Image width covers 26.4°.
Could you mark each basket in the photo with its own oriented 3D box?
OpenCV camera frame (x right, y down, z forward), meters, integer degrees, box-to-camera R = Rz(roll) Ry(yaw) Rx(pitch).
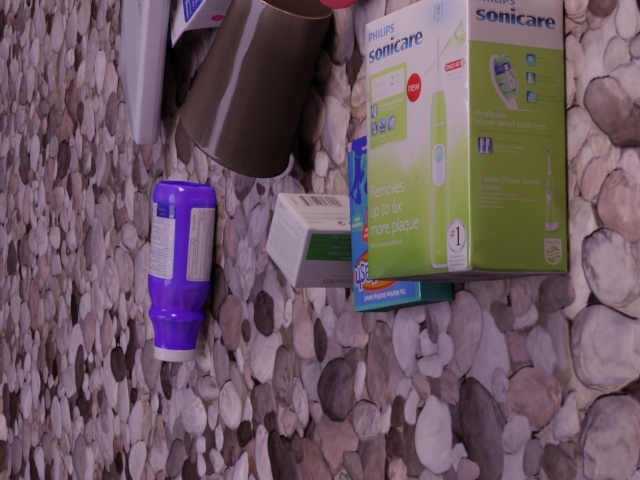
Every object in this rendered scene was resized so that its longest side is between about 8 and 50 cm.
[{"bbox_3d":[-0.080,-0.233,1.840,0.204,0.154,0.227,60,136,45],"label":"basket"}]

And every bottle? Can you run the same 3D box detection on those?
[{"bbox_3d":[-0.223,0.049,2.162,0.118,0.092,0.283,13,100,64],"label":"bottle"}]

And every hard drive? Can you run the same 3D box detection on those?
[{"bbox_3d":[-0.296,-0.370,2.293,0.233,0.047,0.353,-108,22,-43],"label":"hard drive"}]

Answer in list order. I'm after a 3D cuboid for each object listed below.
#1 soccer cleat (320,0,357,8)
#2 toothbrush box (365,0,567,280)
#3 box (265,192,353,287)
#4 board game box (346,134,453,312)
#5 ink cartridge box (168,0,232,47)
[{"bbox_3d":[0.052,-0.403,1.678,0.095,0.083,0.248,-74,0,-54],"label":"soccer cleat"},{"bbox_3d":[0.146,-0.101,1.408,0.206,0.122,0.283,-7,81,63],"label":"toothbrush box"},{"bbox_3d":[0.000,0.000,1.711,0.102,0.101,0.087,51,134,52],"label":"box"},{"bbox_3d":[0.090,-0.026,1.594,0.160,0.047,0.210,-18,74,62],"label":"board game box"},{"bbox_3d":[-0.148,-0.452,2.072,0.371,0.069,0.176,-37,56,55],"label":"ink cartridge box"}]
